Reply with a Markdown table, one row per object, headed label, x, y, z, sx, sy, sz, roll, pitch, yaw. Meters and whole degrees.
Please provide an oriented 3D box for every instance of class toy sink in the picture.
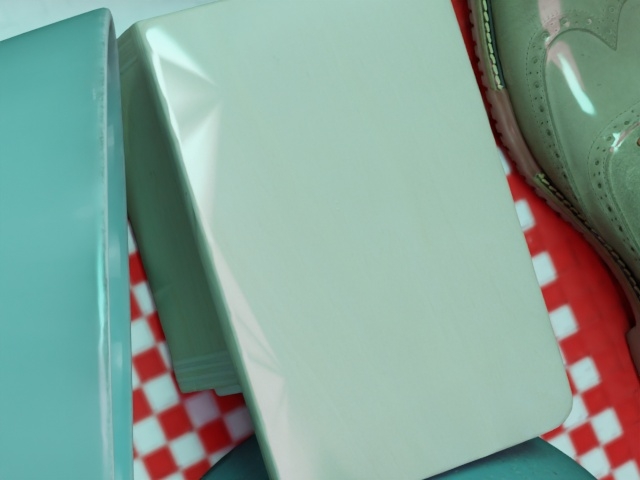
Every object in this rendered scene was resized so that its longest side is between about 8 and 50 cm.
| label | x | y | z | sx | sy | sz | roll | pitch | yaw |
| --- | --- | --- | --- | --- | --- | --- | --- | --- | --- |
| toy sink | 0.000 | 0.000 | 0.909 | 0.152 | 0.131 | 0.234 | -18 | 89 | -20 |

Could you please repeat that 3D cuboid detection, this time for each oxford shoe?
| label | x | y | z | sx | sy | sz | roll | pitch | yaw |
| --- | --- | --- | --- | --- | --- | --- | --- | --- | --- |
| oxford shoe | 0.195 | -0.032 | 0.980 | 0.123 | 0.130 | 0.348 | -34 | 99 | -18 |

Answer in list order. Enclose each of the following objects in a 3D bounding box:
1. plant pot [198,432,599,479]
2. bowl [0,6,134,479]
| label | x | y | z | sx | sy | sz | roll | pitch | yaw |
| --- | --- | --- | --- | --- | --- | --- | --- | --- | --- |
| plant pot | 0.067 | 0.220 | 0.890 | 0.290 | 0.195 | 0.290 | 1 | 87 | -20 |
| bowl | -0.160 | 0.061 | 0.779 | 0.163 | 0.311 | 0.312 | -1 | 88 | -4 |
